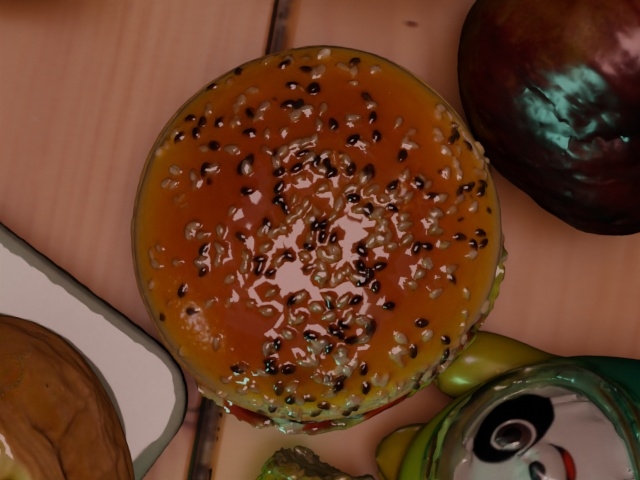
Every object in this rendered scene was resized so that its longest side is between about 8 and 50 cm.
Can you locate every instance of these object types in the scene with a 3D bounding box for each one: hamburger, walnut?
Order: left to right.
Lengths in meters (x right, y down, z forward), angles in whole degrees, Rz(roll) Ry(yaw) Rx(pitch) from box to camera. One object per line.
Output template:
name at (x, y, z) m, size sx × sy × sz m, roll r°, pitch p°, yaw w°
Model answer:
walnut at (-0.227, 0.160, 1.177) m, size 0.195 × 0.195 × 0.222 m, roll -28°, pitch 100°, yaw -4°
hamburger at (0.000, 0.000, 1.309) m, size 0.300 × 0.176 × 0.300 m, roll 0°, pitch 88°, yaw -3°

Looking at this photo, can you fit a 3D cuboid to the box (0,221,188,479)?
box at (-0.355, 0.150, 1.312) m, size 0.396 × 0.111 × 0.396 m, roll 38°, pitch 87°, yaw -2°

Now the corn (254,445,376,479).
corn at (-0.030, 0.334, 1.322) m, size 0.131 × 0.131 × 0.344 m, roll 14°, pitch 88°, yaw -4°

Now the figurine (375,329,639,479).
figurine at (0.220, 0.196, 1.310) m, size 0.340 × 0.231 × 0.324 m, roll -14°, pitch 65°, yaw 4°

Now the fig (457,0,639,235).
fig at (0.217, -0.120, 1.299) m, size 0.224 × 0.263 × 0.224 m, roll -12°, pitch 107°, yaw -46°
